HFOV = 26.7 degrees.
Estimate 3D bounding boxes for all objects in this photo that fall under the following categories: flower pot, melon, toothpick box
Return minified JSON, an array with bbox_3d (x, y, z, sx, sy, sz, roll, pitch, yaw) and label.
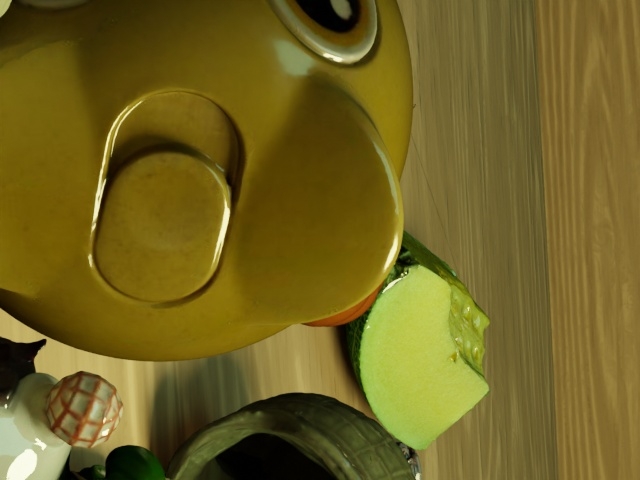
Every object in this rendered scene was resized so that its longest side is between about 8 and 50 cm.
[{"bbox_3d":[-0.027,0.322,1.482,0.213,0.302,0.302,6,82,-65],"label":"flower pot"},{"bbox_3d":[0.137,0.107,2.022,0.343,0.226,0.331,46,55,-41],"label":"melon"},{"bbox_3d":[-0.124,-0.117,1.065,0.425,0.409,0.409,-104,179,-61],"label":"toothpick box"}]

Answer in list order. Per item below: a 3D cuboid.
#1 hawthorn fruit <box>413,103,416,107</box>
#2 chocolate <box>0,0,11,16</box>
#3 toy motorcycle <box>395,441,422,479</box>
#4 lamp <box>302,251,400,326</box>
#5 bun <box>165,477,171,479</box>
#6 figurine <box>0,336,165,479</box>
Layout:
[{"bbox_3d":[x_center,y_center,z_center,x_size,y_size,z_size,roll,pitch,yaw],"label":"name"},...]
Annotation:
[{"bbox_3d":[0.018,-0.152,1.799,0.173,0.179,0.173,25,90,-84],"label":"hawthorn fruit"},{"bbox_3d":[-0.357,-0.129,0.728,0.326,0.314,0.297,35,68,-20],"label":"chocolate"},{"bbox_3d":[0.152,0.426,2.182,0.122,0.080,0.215,-15,98,-67],"label":"toy motorcycle"},{"bbox_3d":[0.000,0.000,1.702,0.223,0.196,0.223,-5,90,-68],"label":"lamp"},{"bbox_3d":[-0.147,0.355,1.261,0.205,0.281,0.281,-54,148,-8],"label":"bun"},{"bbox_3d":[-0.227,0.192,1.035,0.370,0.281,0.167,38,48,-20],"label":"figurine"}]
